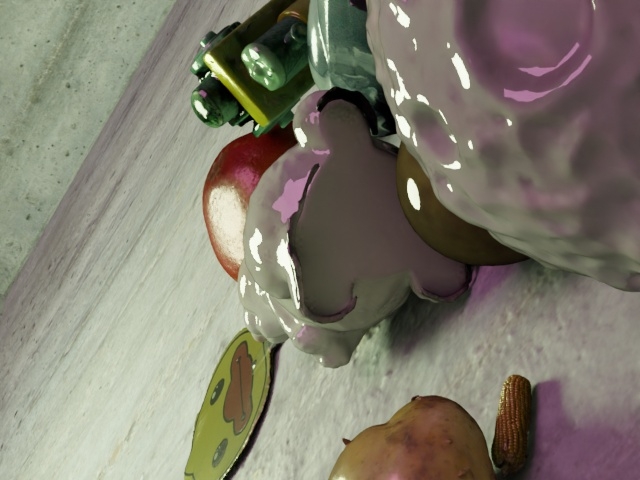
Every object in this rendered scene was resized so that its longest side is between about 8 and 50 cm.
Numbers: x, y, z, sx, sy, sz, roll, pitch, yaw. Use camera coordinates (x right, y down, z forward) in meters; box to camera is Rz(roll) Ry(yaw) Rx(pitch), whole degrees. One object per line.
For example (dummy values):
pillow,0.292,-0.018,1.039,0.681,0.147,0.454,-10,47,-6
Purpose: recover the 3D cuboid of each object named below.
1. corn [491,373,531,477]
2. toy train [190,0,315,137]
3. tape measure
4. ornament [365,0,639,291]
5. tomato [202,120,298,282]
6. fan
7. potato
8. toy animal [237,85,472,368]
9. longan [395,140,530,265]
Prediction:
corn,0.147,0.141,0.881,0.027,0.028,0.083,-46,23,53
toy train,0.002,-0.266,1.379,0.369,0.150,0.237,-46,8,-29
tape measure,0.089,-0.237,1.163,0.256,0.147,0.275,85,-151,-53
ornament,0.191,-0.129,0.665,0.337,0.337,0.337,-50,25,34
tomato,-0.075,-0.057,1.479,0.200,0.139,0.233,-23,45,58
fan,-0.094,0.176,1.442,0.335,0.011,0.230,-56,22,21
potato,0.059,0.228,0.852,0.161,0.128,0.235,166,120,-73
toy animal,0.000,0.000,1.186,0.357,0.193,0.258,167,105,-73
longan,0.146,-0.070,0.943,0.185,0.159,0.204,-50,8,38
